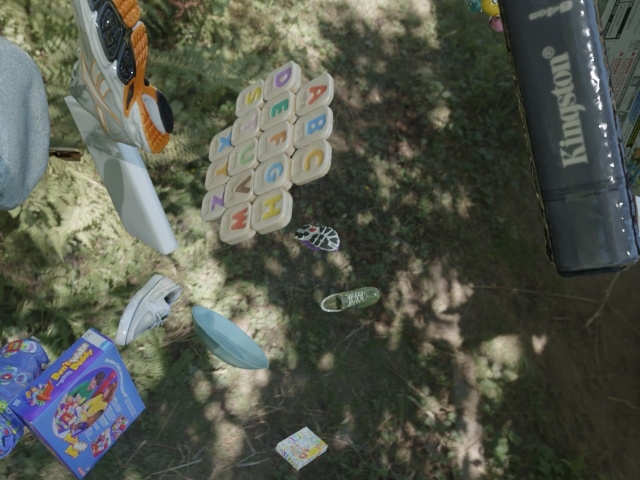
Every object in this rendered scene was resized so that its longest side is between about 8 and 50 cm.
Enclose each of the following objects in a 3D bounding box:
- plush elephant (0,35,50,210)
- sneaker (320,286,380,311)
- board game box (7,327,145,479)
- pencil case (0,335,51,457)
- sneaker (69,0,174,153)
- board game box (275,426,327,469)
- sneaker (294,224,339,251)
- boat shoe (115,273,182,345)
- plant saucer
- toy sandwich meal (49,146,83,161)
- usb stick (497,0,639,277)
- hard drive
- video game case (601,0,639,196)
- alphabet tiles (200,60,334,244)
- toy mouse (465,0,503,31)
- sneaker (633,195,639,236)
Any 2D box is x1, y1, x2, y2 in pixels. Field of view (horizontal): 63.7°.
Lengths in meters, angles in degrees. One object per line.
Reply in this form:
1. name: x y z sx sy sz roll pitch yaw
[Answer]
1. plush elephant: -0.305 -0.068 0.287 0.271 0.330 0.255 -80 160 -62
2. sneaker: 0.088 0.190 1.608 0.086 0.192 0.064 1 77 -73
3. board game box: -0.578 0.410 1.271 0.078 0.347 0.233 25 50 19
4. pencil case: -0.747 0.369 1.235 0.133 0.119 0.306 4 28 -14
5. sneaker: -0.291 -0.227 0.679 0.121 0.262 0.099 8 47 11
6. board game box: -0.061 0.692 1.722 0.103 0.026 0.154 31 22 30
7. sneaker: 0.000 0.000 1.455 0.068 0.170 0.071 -51 127 -15
8. boat shoe: -0.401 0.163 1.229 0.084 0.095 0.258 19 29 -3
9. plant saucer: -0.191 0.207 1.042 0.195 0.195 0.037 38 90 -14
10. toy sandwich meal: -0.624 -0.209 1.254 0.086 0.086 0.029 -3 96 -34
11. usb stick: 0.213 -0.103 0.445 0.045 0.077 0.277 -23 102 -50
12. hard drive: -0.453 -0.152 1.179 0.047 0.233 0.352 -34 126 -30
13. video game case: 0.489 -0.227 0.732 0.036 0.300 0.328 12 104 -21
14. alphabet tiles: -0.094 -0.138 0.800 0.021 0.278 0.284 26 58 -44
15. toy mouse: 0.364 -0.499 1.129 0.161 0.031 0.143 35 14 -16
16. sneaker: 0.539 -0.045 0.833 0.067 0.042 0.118 10 58 16
